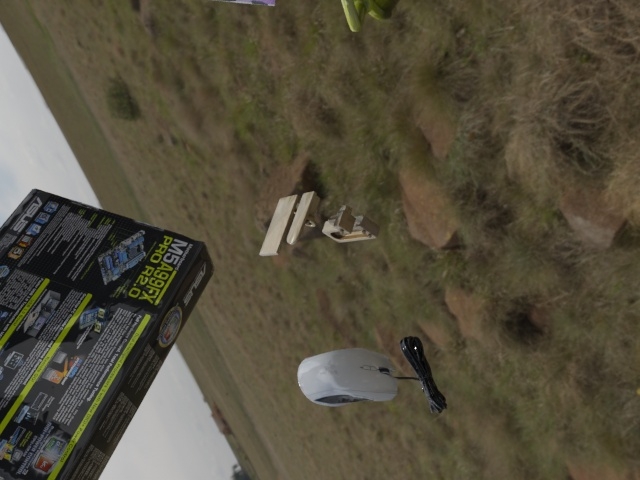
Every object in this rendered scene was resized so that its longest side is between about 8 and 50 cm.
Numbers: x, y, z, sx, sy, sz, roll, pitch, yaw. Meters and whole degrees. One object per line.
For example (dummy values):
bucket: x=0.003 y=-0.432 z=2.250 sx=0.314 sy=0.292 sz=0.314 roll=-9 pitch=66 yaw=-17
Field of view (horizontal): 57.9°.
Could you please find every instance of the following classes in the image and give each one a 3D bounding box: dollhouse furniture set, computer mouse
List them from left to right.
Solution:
dollhouse furniture set: x=0.000 y=0.000 z=1.102 sx=0.151 sy=0.123 sz=0.144 roll=33 pitch=156 yaw=-32
computer mouse: x=0.066 y=0.169 z=0.726 sx=0.042 sy=0.192 sz=0.106 roll=123 pitch=142 yaw=-47

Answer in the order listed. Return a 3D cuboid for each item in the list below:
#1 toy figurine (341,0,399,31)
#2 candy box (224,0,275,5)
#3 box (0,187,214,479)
toy figurine: x=0.042 y=-0.352 z=0.367 sx=0.363 sy=0.217 sz=0.191 roll=58 pitch=-158 yaw=-19
candy box: x=-0.184 y=-0.558 z=1.255 sx=0.196 sy=0.164 sz=0.070 roll=-110 pitch=24 yaw=-64
box: x=-0.262 y=0.091 z=0.565 sx=0.216 sy=0.270 sz=0.060 roll=17 pitch=149 yaw=12
